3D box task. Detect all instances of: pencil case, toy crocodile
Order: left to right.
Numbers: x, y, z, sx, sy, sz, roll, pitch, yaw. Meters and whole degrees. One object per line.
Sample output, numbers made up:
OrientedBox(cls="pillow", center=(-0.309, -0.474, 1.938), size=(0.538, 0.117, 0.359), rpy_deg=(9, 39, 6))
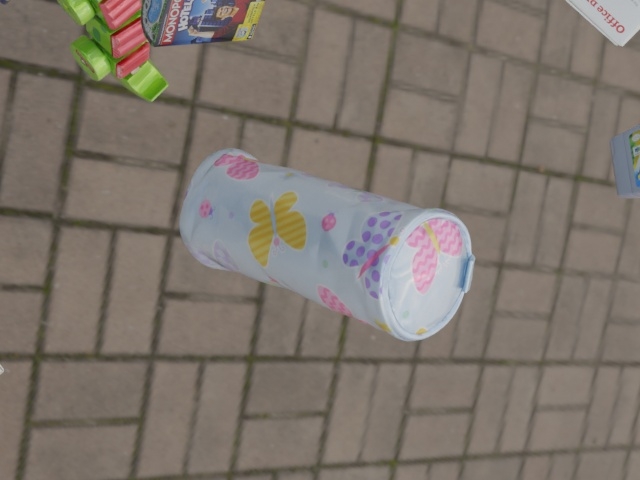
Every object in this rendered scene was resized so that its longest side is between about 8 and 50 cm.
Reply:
OrientedBox(cls="toy crocodile", center=(-0.283, -0.305, 1.677), size=(0.115, 0.105, 0.340), rpy_deg=(-41, 160, -17))
OrientedBox(cls="pencil case", center=(0.000, 0.000, 1.061), size=(0.124, 0.273, 0.114), rpy_deg=(17, 91, -47))

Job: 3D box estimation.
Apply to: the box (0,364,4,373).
OrientedBox(cls="box", center=(-0.520, 0.090, 1.537), size=(0.113, 0.275, 0.094), rpy_deg=(-36, 146, -12))

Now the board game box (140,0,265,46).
OrientedBox(cls="board game box", center=(-0.139, -0.316, 1.365), size=(0.194, 0.060, 0.194), rpy_deg=(-11, 137, -40))

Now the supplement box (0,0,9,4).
OrientedBox(cls="supplement box", center=(-0.364, -0.464, 1.480), size=(0.195, 0.356, 0.194), rpy_deg=(41, 68, -17))

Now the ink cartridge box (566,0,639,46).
OrientedBox(cls="ink cartridge box", center=(0.317, -0.282, 1.237), size=(0.099, 0.135, 0.056), rpy_deg=(41, 26, -6))

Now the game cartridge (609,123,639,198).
OrientedBox(cls="game cartridge", center=(0.252, -0.064, 0.906), size=(0.017, 0.083, 0.056), rpy_deg=(8, 66, -36))
